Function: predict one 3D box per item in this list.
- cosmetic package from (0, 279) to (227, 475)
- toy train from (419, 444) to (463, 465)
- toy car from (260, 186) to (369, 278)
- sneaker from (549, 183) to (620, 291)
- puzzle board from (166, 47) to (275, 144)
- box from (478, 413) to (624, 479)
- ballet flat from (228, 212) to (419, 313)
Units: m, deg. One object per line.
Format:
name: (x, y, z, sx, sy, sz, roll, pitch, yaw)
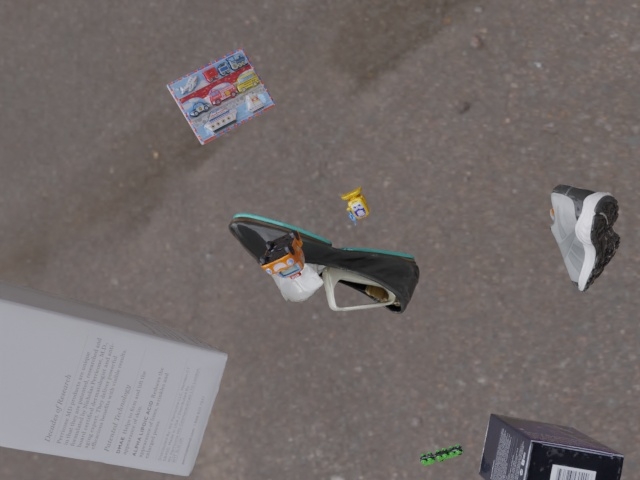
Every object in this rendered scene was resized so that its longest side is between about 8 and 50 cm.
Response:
cosmetic package: (-0.327, 0.135, 1.093, 0.217, 0.385, 0.156, 13, 86, 57)
toy train: (0.215, 0.380, 1.731, 0.083, 0.024, 0.017, -20, 44, 21)
toy car: (0.000, 0.000, 0.954, 0.040, 0.122, 0.060, 60, -178, -20)
sneaker: (0.456, -0.009, 1.715, 0.108, 0.100, 0.271, 30, 157, 31)
puzzle board: (-0.137, -0.203, 1.372, 0.096, 0.128, 0.011, 59, 157, -1)
box: (0.354, 0.352, 1.532, 0.207, 0.153, 0.108, -167, 88, -81)
ballet flat: (0.007, 0.040, 1.302, 0.095, 0.280, 0.096, 155, 126, -66)
